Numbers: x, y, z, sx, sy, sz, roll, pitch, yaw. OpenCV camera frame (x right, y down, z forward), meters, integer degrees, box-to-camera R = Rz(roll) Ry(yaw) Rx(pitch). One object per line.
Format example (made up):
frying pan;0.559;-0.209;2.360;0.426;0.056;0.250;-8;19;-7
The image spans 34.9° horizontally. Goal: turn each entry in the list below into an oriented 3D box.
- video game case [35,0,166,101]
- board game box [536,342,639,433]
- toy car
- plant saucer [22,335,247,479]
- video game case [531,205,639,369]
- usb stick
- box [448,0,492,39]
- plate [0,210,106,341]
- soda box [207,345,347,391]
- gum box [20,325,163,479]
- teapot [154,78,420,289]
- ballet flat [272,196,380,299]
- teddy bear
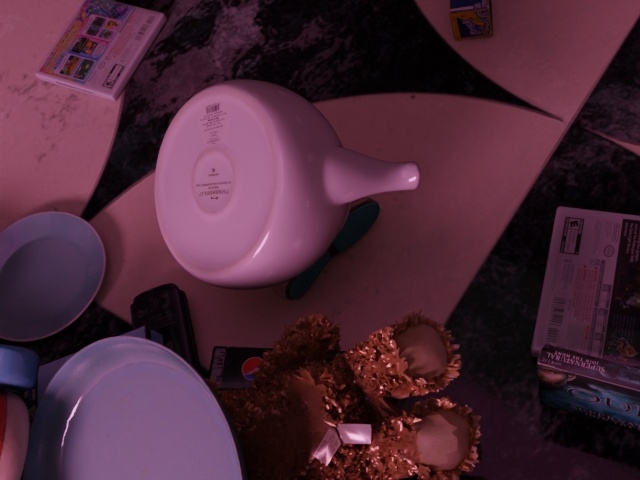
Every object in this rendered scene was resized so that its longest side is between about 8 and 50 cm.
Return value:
video game case;-0.322;-0.285;1.493;0.143;0.019;0.157;18;68;22
board game box;0.314;0.161;1.030;0.186;0.126;0.026;14;66;21
toy car;-0.447;0.220;1.089;0.238;0.210;0.219;12;70;-23
plant saucer;-0.186;0.256;1.031;0.318;0.044;0.317;-4;83;36
video game case;0.339;0.056;1.143;0.173;0.022;0.190;8;63;18
usb stick;-0.171;0.179;1.185;0.077;0.045;0.278;-22;59;9
box;0.203;-0.357;1.381;0.054;0.059;0.169;-5;60;13
plate;-0.363;0.048;1.316;0.188;0.024;0.188;-5;61;10
soda box;-0.040;0.157;1.156;0.169;0.060;0.053;1;63;13
gum box;-0.262;0.202;1.170;0.184;0.041;0.157;-21;58;19
teapot;-0.058;-0.059;1.170;0.256;0.187;0.252;49;119;32
ballet flat;0.000;0.000;1.238;0.168;0.057;0.052;-45;51;-13
teddy bear;0.002;0.194;1.046;0.338;0.113;0.245;-36;74;14
